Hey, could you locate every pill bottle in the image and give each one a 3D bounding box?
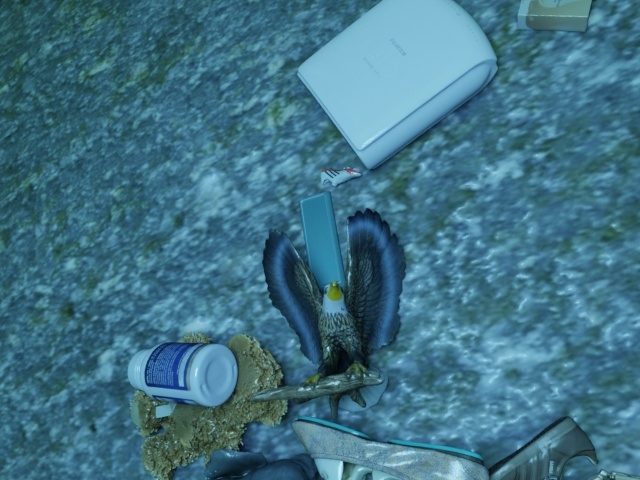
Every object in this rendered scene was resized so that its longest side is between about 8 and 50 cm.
[{"bbox_3d":[-0.224,0.209,0.805,0.170,0.094,0.094,-6,72,32],"label":"pill bottle"}]

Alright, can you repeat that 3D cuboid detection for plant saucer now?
[{"bbox_3d":[0.000,0.000,0.938,0.067,0.018,0.191,-15,68,16],"label":"plant saucer"}]

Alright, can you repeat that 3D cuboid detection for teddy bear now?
[{"bbox_3d":[-0.200,0.290,0.889,0.338,0.113,0.245,-48,57,10],"label":"teddy bear"}]

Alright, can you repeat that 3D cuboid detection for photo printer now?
[{"bbox_3d":[0.142,-0.312,0.929,0.308,0.107,0.256,-35,65,8],"label":"photo printer"}]

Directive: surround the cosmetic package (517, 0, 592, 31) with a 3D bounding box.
[{"bbox_3d":[0.412,-0.406,0.892,0.115,0.041,0.060,11,78,24],"label":"cosmetic package"}]

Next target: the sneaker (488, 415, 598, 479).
[{"bbox_3d":[0.292,0.325,0.699,0.188,0.066,0.071,-40,67,6],"label":"sneaker"}]

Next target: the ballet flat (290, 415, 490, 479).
[{"bbox_3d":[0.075,0.331,0.728,0.316,0.107,0.106,-2,56,35],"label":"ballet flat"}]

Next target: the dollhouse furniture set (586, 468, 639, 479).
[{"bbox_3d":[0.399,0.286,0.605,0.101,0.182,0.160,23,83,25],"label":"dollhouse furniture set"}]

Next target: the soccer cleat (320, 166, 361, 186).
[{"bbox_3d":[0.038,-0.119,0.955,0.083,0.029,0.035,5,85,25],"label":"soccer cleat"}]

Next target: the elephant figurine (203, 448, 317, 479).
[{"bbox_3d":[-0.128,0.403,0.764,0.240,0.169,0.185,-1,101,11],"label":"elephant figurine"}]

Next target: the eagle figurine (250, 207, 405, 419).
[{"bbox_3d":[0.024,0.111,0.815,0.225,0.227,0.298,-53,28,38],"label":"eagle figurine"}]
